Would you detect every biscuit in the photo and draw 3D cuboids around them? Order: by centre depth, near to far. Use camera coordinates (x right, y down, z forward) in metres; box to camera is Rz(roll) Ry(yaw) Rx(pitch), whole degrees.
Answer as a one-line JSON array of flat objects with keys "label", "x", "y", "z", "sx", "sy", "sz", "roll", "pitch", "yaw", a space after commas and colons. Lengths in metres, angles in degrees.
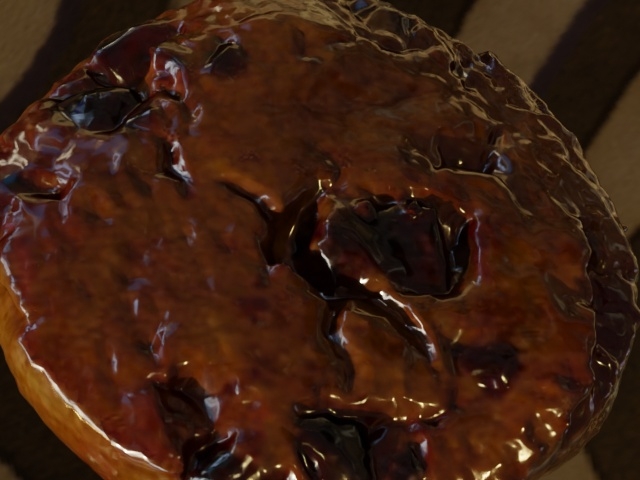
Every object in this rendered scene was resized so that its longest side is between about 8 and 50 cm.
[{"label": "biscuit", "x": 0.000, "y": 0.000, "z": 0.474, "sx": 0.192, "sy": 0.049, "sz": 0.192, "roll": 9, "pitch": 47, "yaw": -10}]
